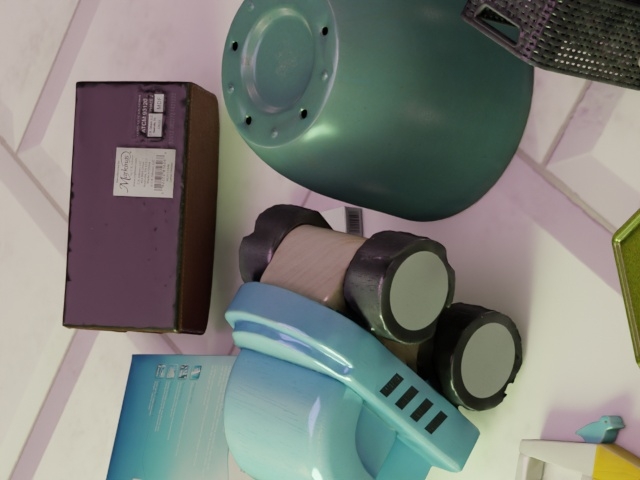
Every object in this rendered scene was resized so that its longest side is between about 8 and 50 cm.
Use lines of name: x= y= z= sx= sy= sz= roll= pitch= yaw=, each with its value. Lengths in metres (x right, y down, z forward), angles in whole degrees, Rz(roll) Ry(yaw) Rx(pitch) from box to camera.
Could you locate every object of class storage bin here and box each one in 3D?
storage bin: x=0.240 y=-0.216 z=1.645 sx=0.122 sy=0.180 sz=0.084 roll=42 pitch=115 yaw=41

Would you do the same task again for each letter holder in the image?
letter holder: x=-0.205 y=-0.034 z=2.146 sx=0.152 sy=0.214 sz=0.302 roll=2 pitch=86 yaw=15

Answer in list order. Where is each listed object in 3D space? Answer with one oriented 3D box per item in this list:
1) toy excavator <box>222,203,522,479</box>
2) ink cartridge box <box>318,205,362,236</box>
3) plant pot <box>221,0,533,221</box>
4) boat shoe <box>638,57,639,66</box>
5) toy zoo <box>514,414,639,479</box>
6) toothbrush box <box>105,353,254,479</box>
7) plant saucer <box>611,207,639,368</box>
toy excavator: x=0.019 y=0.247 z=1.776 sx=0.222 sy=0.433 sz=0.445 roll=16 pitch=70 yaw=46
ink cartridge box: x=0.000 y=0.000 z=1.990 sx=0.115 sy=0.029 sz=0.063 roll=-12 pitch=77 yaw=47
plant pot: x=0.039 y=-0.176 z=1.817 sx=0.293 sy=0.235 sz=0.293 roll=-8 pitch=80 yaw=46
boat shoe: x=0.410 y=-0.120 z=1.505 sx=0.324 sy=0.116 sz=0.097 roll=50 pitch=124 yaw=44
toy zoo: x=0.259 y=0.315 z=1.677 sx=0.192 sy=0.030 sz=0.293 roll=14 pitch=97 yaw=47
toothbrush box: x=-0.107 y=0.248 z=1.979 sx=0.295 sy=0.126 sz=0.216 roll=-5 pitch=69 yaw=47
plant saucer: x=0.323 y=0.030 z=1.560 sx=0.188 sy=0.045 sz=0.188 roll=122 pitch=145 yaw=-60
